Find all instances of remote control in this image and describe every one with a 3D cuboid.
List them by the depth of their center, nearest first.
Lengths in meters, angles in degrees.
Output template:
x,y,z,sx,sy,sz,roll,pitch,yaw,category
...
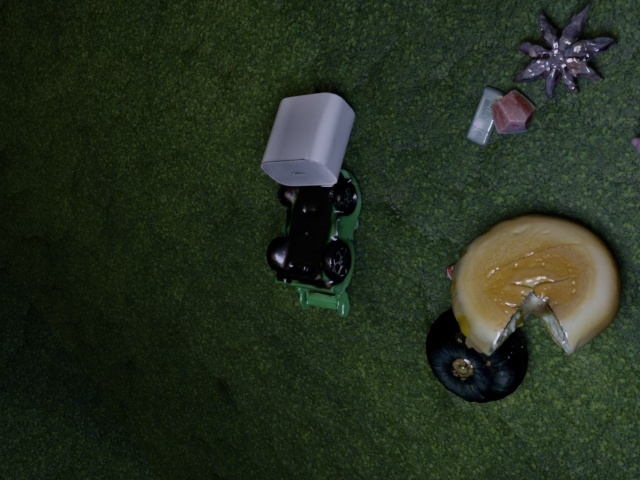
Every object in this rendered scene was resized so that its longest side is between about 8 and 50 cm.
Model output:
x,y,z,sx,sy,sz,roll,pitch,yaw,category
0.357,-0.268,1.493,0.053,0.018,0.124,29,119,26,remote control

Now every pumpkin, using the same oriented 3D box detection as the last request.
x,y,z,sx,sy,sz,roll,pitch,yaw,category
0.353,0.252,1.556,0.233,0.163,0.233,14,113,35,pumpkin

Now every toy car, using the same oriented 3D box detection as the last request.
x,y,z,sx,sy,sz,roll,pitch,yaw,category
0.000,0.000,1.737,0.213,0.176,0.359,4,81,36,toy car

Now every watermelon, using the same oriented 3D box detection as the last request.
x,y,z,sx,sy,sz,roll,pitch,yaw,category
0.392,-0.260,1.436,0.084,0.072,0.092,51,126,23,watermelon

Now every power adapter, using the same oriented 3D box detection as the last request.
x,y,z,sx,sy,sz,roll,pitch,yaw,category
-0.022,-0.270,1.677,0.187,0.124,0.255,2,67,35,power adapter

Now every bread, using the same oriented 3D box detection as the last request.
x,y,z,sx,sy,sz,roll,pitch,yaw,category
0.434,0.094,1.411,0.333,0.160,0.333,-7,66,16,bread

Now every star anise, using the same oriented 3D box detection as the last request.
x,y,z,sx,sy,sz,roll,pitch,yaw,category
0.471,-0.368,1.352,0.204,0.061,0.181,8,108,35,star anise

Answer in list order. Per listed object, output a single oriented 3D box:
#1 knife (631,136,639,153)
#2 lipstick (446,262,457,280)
x,y,z,sx,sy,sz,roll,pitch,yaw,category
0.733,-0.103,1.197,0.132,0.038,0.398,-48,56,3,knife
0.352,0.057,1.578,0.130,0.038,0.038,-24,88,39,lipstick
